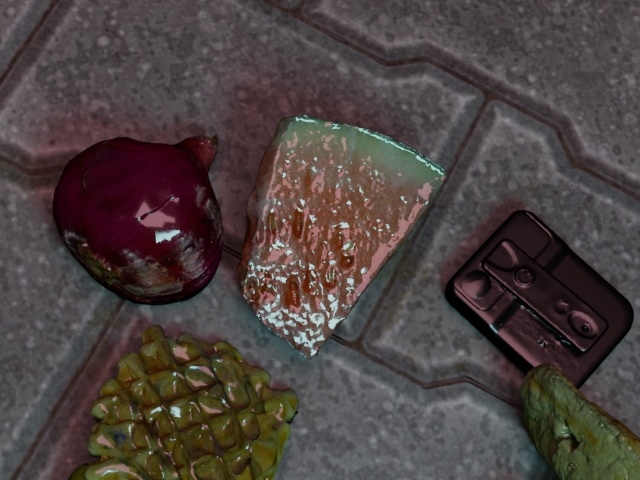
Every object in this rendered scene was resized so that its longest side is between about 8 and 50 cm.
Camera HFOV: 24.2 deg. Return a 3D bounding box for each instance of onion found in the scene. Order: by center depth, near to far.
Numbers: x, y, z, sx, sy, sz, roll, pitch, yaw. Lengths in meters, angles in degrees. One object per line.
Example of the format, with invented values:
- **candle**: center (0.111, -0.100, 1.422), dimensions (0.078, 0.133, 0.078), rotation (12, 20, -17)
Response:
- **onion**: center (-0.174, -0.048, 1.617), dimensions (0.195, 0.140, 0.218), rotation (34, 65, 12)

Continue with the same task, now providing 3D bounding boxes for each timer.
- **timer**: center (0.249, 0.069, 1.673), dimensions (0.187, 0.055, 0.144), rotation (42, 69, 7)

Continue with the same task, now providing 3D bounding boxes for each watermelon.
- **watermelon**: center (0.000, 0.000, 1.634), dimensions (0.193, 0.140, 0.257), rotation (24, 78, -4)

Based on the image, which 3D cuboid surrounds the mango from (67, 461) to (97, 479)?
- **mango**: center (-0.206, 0.299, 1.512), dimensions (0.091, 0.074, 0.165), rotation (-20, 61, -22)

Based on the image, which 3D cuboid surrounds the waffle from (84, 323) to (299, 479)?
- **waffle**: center (-0.134, 0.191, 1.547), dimensions (0.204, 0.054, 0.223), rotation (23, 52, -1)

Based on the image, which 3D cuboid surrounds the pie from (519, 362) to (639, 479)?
- **pie**: center (0.298, 0.239, 1.541), dimensions (0.090, 0.201, 0.248), rotation (-42, 45, -4)
